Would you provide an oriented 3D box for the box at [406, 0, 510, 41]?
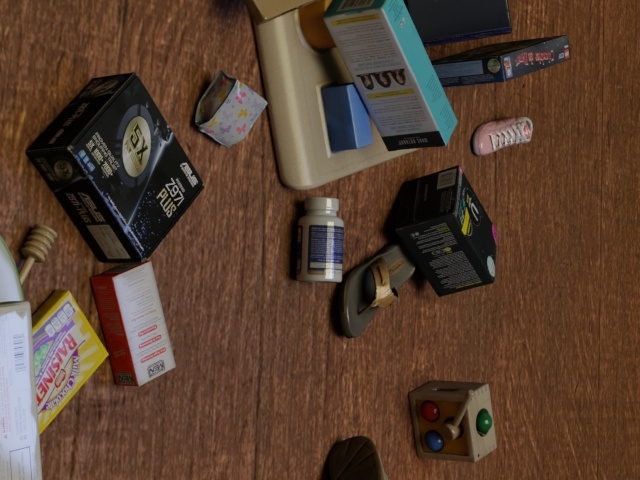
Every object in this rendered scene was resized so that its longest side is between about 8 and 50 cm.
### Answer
[{"bbox_3d":[0.215,-0.366,2.080,0.207,0.153,0.108,-36,118,-78],"label":"box"}]

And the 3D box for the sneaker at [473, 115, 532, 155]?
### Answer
[{"bbox_3d":[0.322,-0.185,2.340,0.134,0.070,0.051,-31,115,-46],"label":"sneaker"}]

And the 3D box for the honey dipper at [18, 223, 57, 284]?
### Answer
[{"bbox_3d":[-0.346,0.055,1.524,0.030,0.030,0.161,45,59,-41],"label":"honey dipper"}]

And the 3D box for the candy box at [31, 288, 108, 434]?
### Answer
[{"bbox_3d":[-0.331,0.161,1.538,0.206,0.027,0.105,-53,131,-38],"label":"candy box"}]

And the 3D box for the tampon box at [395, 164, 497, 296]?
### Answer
[{"bbox_3d":[0.204,-0.014,2.137,0.161,0.101,0.120,55,31,-35],"label":"tampon box"}]

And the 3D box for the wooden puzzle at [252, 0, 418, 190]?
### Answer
[{"bbox_3d":[0.052,-0.263,1.993,0.348,0.080,0.322,-21,106,-50],"label":"wooden puzzle"}]

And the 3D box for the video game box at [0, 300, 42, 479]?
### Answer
[{"bbox_3d":[-0.350,0.167,1.257,0.187,0.048,0.205,-6,93,-54],"label":"video game box"}]

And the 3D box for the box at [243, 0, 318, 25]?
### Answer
[{"bbox_3d":[-0.076,-0.403,1.818,0.164,0.021,0.201,-32,94,-42],"label":"box"}]

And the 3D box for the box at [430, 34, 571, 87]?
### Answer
[{"bbox_3d":[0.291,-0.297,2.233,0.233,0.159,0.044,-24,107,-50],"label":"box"}]

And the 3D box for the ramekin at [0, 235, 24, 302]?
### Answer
[{"bbox_3d":[-0.435,0.080,1.311,0.303,0.148,0.303,2,88,-52],"label":"ramekin"}]

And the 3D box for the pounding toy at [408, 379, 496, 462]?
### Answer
[{"bbox_3d":[0.214,0.282,2.131,0.100,0.141,0.130,-20,104,-50],"label":"pounding toy"}]

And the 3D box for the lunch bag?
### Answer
[{"bbox_3d":[-0.125,-0.173,1.788,0.071,0.053,0.083,31,90,-47],"label":"lunch bag"}]

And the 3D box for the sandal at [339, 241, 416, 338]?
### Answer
[{"bbox_3d":[0.096,0.070,2.054,0.219,0.060,0.090,-37,117,-46],"label":"sandal"}]

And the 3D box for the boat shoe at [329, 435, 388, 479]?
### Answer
[{"bbox_3d":[0.078,0.416,1.923,0.089,0.104,0.285,59,19,-45],"label":"boat shoe"}]

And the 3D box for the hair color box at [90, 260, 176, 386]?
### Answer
[{"bbox_3d":[-0.230,0.102,1.655,0.072,0.043,0.141,-25,107,-49],"label":"hair color box"}]

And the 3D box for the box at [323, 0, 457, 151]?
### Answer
[{"bbox_3d":[0.103,-0.241,1.914,0.244,0.100,0.060,61,41,-34],"label":"box"}]

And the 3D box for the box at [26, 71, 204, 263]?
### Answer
[{"bbox_3d":[-0.242,-0.085,1.617,0.147,0.077,0.180,-55,129,-37],"label":"box"}]

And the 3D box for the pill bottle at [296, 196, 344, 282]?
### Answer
[{"bbox_3d":[0.000,0.000,1.929,0.067,0.067,0.120,7,84,-51],"label":"pill bottle"}]
